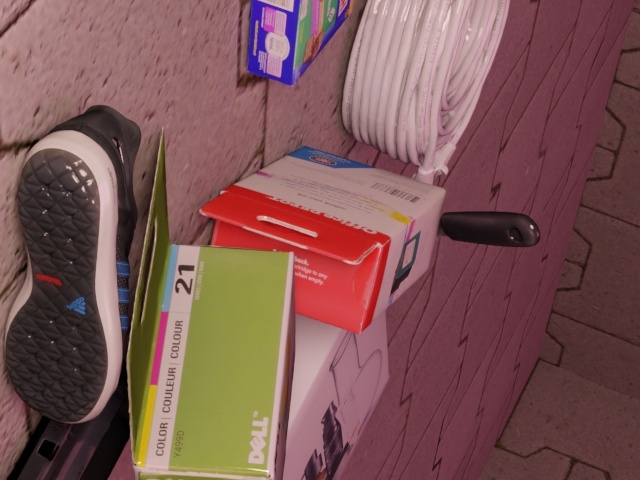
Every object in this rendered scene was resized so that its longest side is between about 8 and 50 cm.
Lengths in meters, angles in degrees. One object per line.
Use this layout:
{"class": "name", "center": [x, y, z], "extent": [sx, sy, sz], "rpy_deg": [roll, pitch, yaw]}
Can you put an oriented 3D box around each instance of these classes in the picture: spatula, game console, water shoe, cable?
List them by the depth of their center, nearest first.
{"class": "water shoe", "center": [-0.132, 0.018, 0.948], "extent": [0.080, 0.073, 0.203], "rpy_deg": [-54, 161, -51]}
{"class": "game console", "center": [-0.210, 0.239, 1.055], "extent": [0.361, 0.044, 0.213], "rpy_deg": [-62, 166, -21]}
{"class": "spatula", "center": [0.090, -0.009, 1.411], "extent": [0.030, 0.296, 0.084], "rpy_deg": [-34, 107, -31]}
{"class": "cable", "center": [0.105, -0.197, 1.483], "extent": [0.257, 0.089, 0.257], "rpy_deg": [83, 31, -61]}

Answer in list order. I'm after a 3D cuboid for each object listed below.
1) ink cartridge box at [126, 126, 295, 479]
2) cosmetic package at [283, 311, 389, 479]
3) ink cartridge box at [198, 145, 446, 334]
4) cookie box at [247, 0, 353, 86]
{"class": "ink cartridge box", "center": [-0.069, 0.077, 1.106], "extent": [0.255, 0.097, 0.188], "rpy_deg": [93, 2, -53]}
{"class": "cosmetic package", "center": [-0.056, 0.206, 1.472], "extent": [0.377, 0.097, 0.284], "rpy_deg": [-62, 162, -24]}
{"class": "ink cartridge box", "center": [0.000, 0.000, 1.277], "extent": [0.231, 0.134, 0.078], "rpy_deg": [-35, 141, -65]}
{"class": "cookie box", "center": [-0.010, -0.179, 1.172], "extent": [0.092, 0.040, 0.107], "rpy_deg": [97, 20, -44]}
